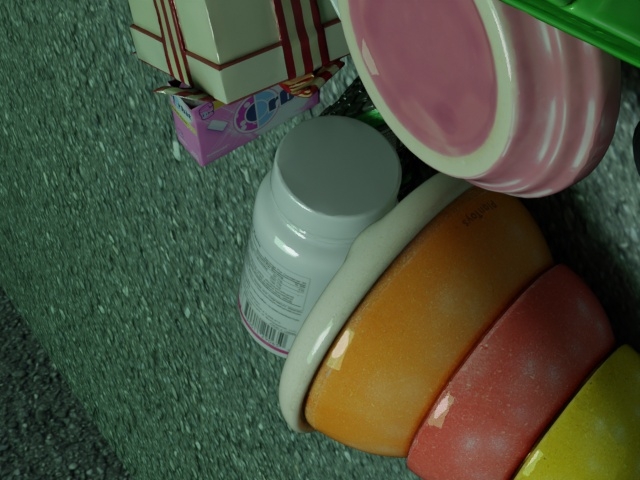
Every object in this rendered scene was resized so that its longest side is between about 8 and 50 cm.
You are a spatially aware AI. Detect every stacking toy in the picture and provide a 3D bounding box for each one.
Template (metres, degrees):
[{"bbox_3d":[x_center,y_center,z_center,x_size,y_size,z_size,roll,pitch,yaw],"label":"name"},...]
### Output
[{"bbox_3d":[0.227,0.179,1.639,0.480,0.350,0.351,39,149,17],"label":"stacking toy"}]

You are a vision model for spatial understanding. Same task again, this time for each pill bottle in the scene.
[{"bbox_3d":[0.000,0.000,1.790,0.160,0.160,0.283,54,154,23],"label":"pill bottle"}]

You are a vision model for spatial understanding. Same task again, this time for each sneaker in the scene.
[{"bbox_3d":[0.072,-0.113,1.856,0.146,0.134,0.343,40,152,-5],"label":"sneaker"}]

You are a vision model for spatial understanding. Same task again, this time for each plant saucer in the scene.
[{"bbox_3d":[0.114,-0.182,1.371,0.332,0.084,0.332,44,148,37],"label":"plant saucer"}]

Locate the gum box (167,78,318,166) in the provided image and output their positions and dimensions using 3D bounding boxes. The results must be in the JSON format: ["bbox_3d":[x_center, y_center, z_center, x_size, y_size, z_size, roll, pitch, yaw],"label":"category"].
[{"bbox_3d":[-0.089,-0.185,2.010,0.062,0.188,0.107,48,159,32],"label":"gum box"}]

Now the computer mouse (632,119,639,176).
[{"bbox_3d":[0.380,-0.020,1.355,0.272,0.072,0.188,44,149,14],"label":"computer mouse"}]

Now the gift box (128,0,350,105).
[{"bbox_3d":[-0.105,-0.297,1.834,0.255,0.276,0.258,37,146,56],"label":"gift box"}]

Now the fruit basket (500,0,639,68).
[{"bbox_3d":[0.259,-0.301,1.073,0.283,0.392,0.392,33,141,56],"label":"fruit basket"}]

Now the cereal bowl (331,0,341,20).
[{"bbox_3d":[0.125,-0.298,1.507,0.339,0.141,0.339,46,151,36],"label":"cereal bowl"}]
